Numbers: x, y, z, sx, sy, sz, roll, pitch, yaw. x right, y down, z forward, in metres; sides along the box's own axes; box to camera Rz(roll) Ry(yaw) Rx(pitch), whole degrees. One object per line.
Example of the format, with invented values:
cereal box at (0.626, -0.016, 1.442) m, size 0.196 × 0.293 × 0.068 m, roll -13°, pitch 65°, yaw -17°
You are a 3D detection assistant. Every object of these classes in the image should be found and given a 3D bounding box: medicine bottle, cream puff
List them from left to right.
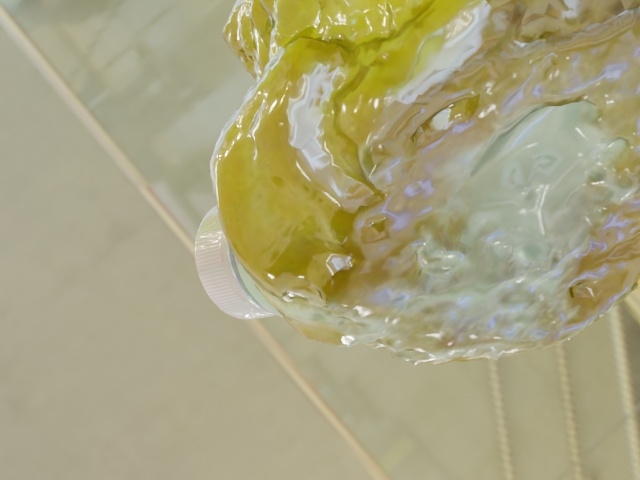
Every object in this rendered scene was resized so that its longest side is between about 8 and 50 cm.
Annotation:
medicine bottle at (0.000, 0.000, 1.514) m, size 0.225 × 0.139 × 0.139 m, roll -15°, pitch 122°, yaw 43°
cream puff at (0.090, -0.112, 1.080) m, size 0.275 × 0.378 × 0.378 m, roll 57°, pitch 180°, yaw 45°
